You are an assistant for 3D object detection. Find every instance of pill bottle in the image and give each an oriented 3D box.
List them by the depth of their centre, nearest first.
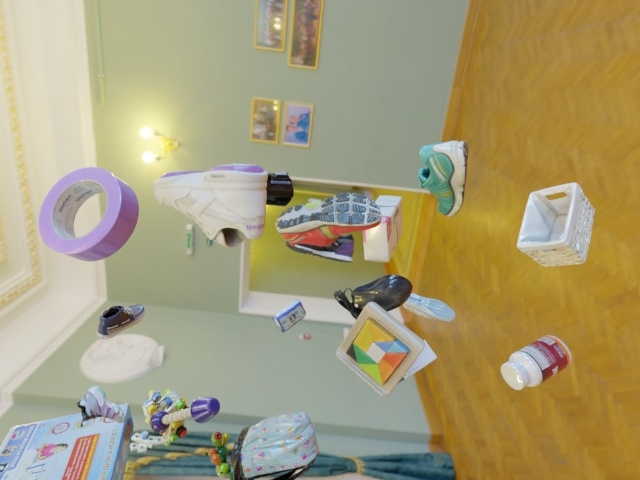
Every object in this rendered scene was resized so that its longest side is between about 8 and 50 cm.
[{"bbox_3d":[0.509,0.292,0.999,0.086,0.152,0.086,53,154,40],"label":"pill bottle"}]

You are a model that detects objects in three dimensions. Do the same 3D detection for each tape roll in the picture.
[{"bbox_3d":[-0.695,-0.079,1.265,0.090,0.275,0.274,54,-140,-68],"label":"tape roll"}]

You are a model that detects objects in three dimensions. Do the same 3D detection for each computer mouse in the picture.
[{"bbox_3d":[0.189,0.207,1.425,0.272,0.188,0.072,-31,24,33],"label":"computer mouse"}]

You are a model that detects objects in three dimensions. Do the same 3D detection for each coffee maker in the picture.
[{"bbox_3d":[-0.194,-0.165,1.477,0.120,0.178,0.171,-7,84,60],"label":"coffee maker"}]

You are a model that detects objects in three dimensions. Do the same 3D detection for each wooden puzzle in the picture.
[{"bbox_3d":[0.182,0.350,1.345,0.044,0.221,0.238,-12,-45,-60],"label":"wooden puzzle"}]

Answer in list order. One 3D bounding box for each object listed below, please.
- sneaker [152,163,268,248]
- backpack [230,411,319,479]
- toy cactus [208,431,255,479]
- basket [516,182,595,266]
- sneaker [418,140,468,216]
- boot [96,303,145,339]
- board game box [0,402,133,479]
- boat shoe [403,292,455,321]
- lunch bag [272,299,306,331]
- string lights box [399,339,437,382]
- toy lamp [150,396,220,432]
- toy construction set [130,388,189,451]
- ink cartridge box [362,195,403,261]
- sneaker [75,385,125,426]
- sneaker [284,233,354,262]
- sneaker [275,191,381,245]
[{"bbox_3d":[-0.218,-0.060,0.789,0.114,0.305,0.152,-15,-77,-47],"label":"sneaker"},{"bbox_3d":[-0.097,0.457,0.936,0.152,0.182,0.115,-61,-43,-81],"label":"backpack"},{"bbox_3d":[-0.246,0.626,1.167,0.112,0.219,0.180,-39,0,-37],"label":"toy cactus"},{"bbox_3d":[0.542,-0.030,0.964,0.113,0.103,0.167,-13,45,56],"label":"basket"},{"bbox_3d":[0.291,-0.149,1.006,0.275,0.110,0.106,59,-140,-60],"label":"sneaker"},{"bbox_3d":[-0.642,0.242,1.377,0.086,0.069,0.190,-69,-10,26],"label":"boot"},{"bbox_3d":[-0.656,0.571,1.054,0.308,0.302,0.086,-130,35,-67],"label":"board game box"},{"bbox_3d":[0.459,0.292,1.794,0.083,0.226,0.075,-46,-32,-34],"label":"boat shoe"},{"bbox_3d":[-0.134,0.320,1.807,0.096,0.129,0.151,49,161,18],"label":"lunch bag"},{"bbox_3d":[0.309,0.460,1.540,0.076,0.133,0.259,56,158,20],"label":"string lights box"},{"bbox_3d":[-0.417,0.540,1.304,0.275,0.080,0.080,-28,44,31],"label":"toy lamp"},{"bbox_3d":[-0.669,0.764,1.761,0.215,0.151,0.327,-6,-53,-53],"label":"toy construction set"},{"bbox_3d":[0.224,-0.045,1.486,0.218,0.092,0.158,-54,-37,-53],"label":"ink cartridge box"},{"bbox_3d":[-0.450,0.351,0.848,0.038,0.098,0.069,-35,10,38],"label":"sneaker"},{"bbox_3d":[0.000,0.000,1.606,0.107,0.284,0.124,-1,76,63],"label":"sneaker"},{"bbox_3d":[0.027,-0.041,1.066,0.118,0.279,0.107,60,-146,-43],"label":"sneaker"}]
